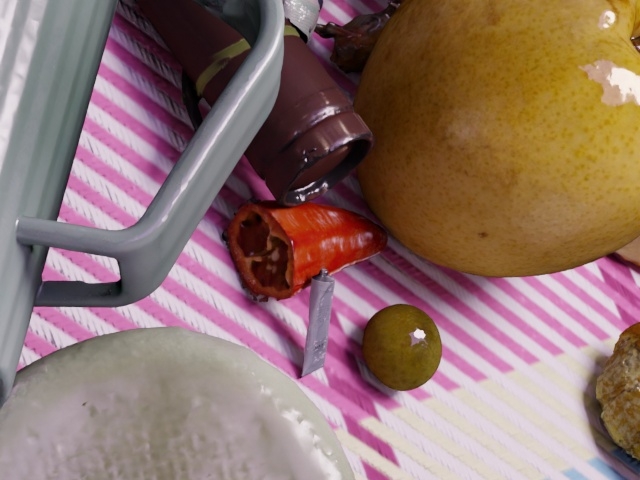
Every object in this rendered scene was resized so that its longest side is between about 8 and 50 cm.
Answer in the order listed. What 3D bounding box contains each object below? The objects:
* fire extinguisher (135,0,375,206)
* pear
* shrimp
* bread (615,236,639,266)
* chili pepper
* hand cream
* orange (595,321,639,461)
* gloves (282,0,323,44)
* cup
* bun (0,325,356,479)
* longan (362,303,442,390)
[{"bbox_3d":[-0.101,-0.182,1.401,0.141,0.105,0.341,-27,73,-34],"label":"fire extinguisher"},{"bbox_3d":[0.180,-0.116,1.490,0.314,0.314,0.314,23,52,-33],"label":"pear"},{"bbox_3d":[0.058,-0.222,1.603,0.187,0.051,0.132,-27,118,-47],"label":"shrimp"},{"bbox_3d":[0.398,-0.070,1.824,0.246,0.111,0.239,21,51,-32],"label":"bread"},{"bbox_3d":[0.003,0.003,1.438,0.169,0.065,0.088,-8,74,-50],"label":"chili pepper"},{"bbox_3d":[-0.001,0.068,1.386,0.030,0.019,0.093,-21,121,-52],"label":"hand cream"},{"bbox_3d":[0.339,0.153,1.630,0.156,0.134,0.156,-1,62,2],"label":"orange"},{"bbox_3d":[-0.043,-0.281,1.529,0.127,0.111,0.212,12,59,-18],"label":"gloves"},{"bbox_3d":[-0.248,-0.108,1.025,0.310,0.401,0.392,47,41,-51],"label":"cup"},{"bbox_3d":[-0.118,0.208,1.111,0.293,0.187,0.293,7,66,-16],"label":"bun"},{"bbox_3d":[0.071,0.093,1.450,0.083,0.075,0.075,70,11,-64],"label":"longan"}]
